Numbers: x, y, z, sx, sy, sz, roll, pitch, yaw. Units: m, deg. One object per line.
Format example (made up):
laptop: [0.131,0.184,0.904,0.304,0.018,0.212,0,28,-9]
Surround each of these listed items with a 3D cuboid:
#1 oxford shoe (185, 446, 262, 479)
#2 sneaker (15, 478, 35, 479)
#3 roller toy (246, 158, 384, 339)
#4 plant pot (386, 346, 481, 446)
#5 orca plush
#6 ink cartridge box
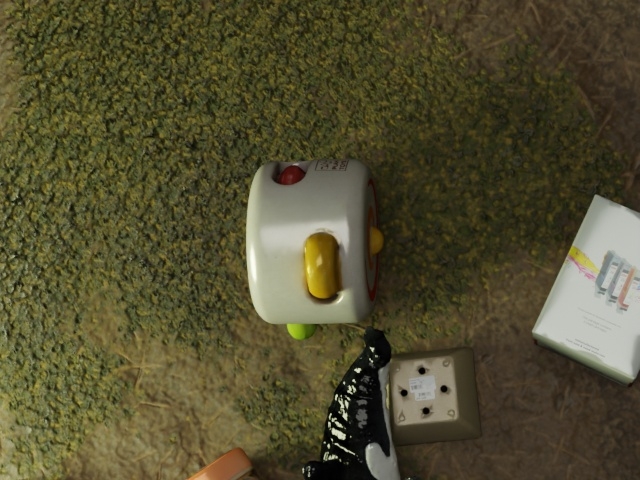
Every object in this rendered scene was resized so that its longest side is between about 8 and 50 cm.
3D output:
oxford shoe: [-0.203,0.398,1.863,0.364,0.130,0.132,-38,83,2]
sneaker: [-0.365,0.381,1.932,0.071,0.066,0.188,5,76,27]
roller toy: [0.000,0.000,1.856,0.146,0.209,0.191,-1,67,8]
plant pot: [0.124,0.177,1.858,0.109,0.096,0.109,-7,80,8]
orca plush: [0.034,0.247,1.803,0.151,0.102,0.287,39,130,41]
ink cartridge box: [0.333,0.058,1.827,0.127,0.128,0.176,25,85,13]
